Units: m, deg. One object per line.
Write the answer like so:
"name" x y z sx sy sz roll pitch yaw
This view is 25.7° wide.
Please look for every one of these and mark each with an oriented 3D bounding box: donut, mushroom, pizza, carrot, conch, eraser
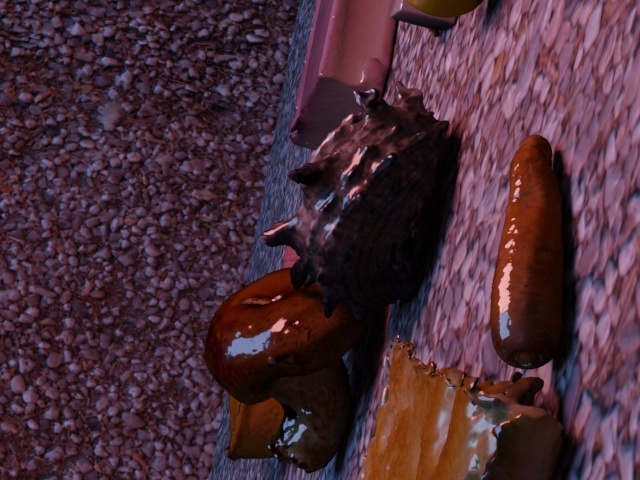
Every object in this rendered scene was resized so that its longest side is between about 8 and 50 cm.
"donut" -0.091 0.247 2.373 0.277 0.108 0.278 -167 90 -82
"mushroom" -0.026 0.133 1.846 0.267 0.267 0.254 -84 -26 -43
"pizza" 0.077 0.285 1.170 0.435 0.080 0.392 180 103 -84
"carrot" 0.166 -0.003 1.107 0.059 0.059 0.248 112 172 -49
"conch" 0.045 -0.051 1.630 0.241 0.186 0.313 -63 -14 -59
"eraser" 0.052 -0.357 2.352 0.272 0.122 0.359 123 158 -64

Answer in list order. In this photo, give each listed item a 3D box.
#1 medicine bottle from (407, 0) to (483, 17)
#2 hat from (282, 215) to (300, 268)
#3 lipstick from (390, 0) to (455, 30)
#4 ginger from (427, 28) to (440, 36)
"medicine bottle" 0.156 -0.339 1.505 0.212 0.121 0.122 122 160 -67
"hat" 0.000 0.000 2.104 0.237 0.107 0.286 -54 4 -7
"lipstick" 0.170 -0.458 1.786 0.076 0.079 0.372 -177 99 -81
"ginger" 0.152 -0.316 1.841 0.030 0.048 0.097 -8 98 42
